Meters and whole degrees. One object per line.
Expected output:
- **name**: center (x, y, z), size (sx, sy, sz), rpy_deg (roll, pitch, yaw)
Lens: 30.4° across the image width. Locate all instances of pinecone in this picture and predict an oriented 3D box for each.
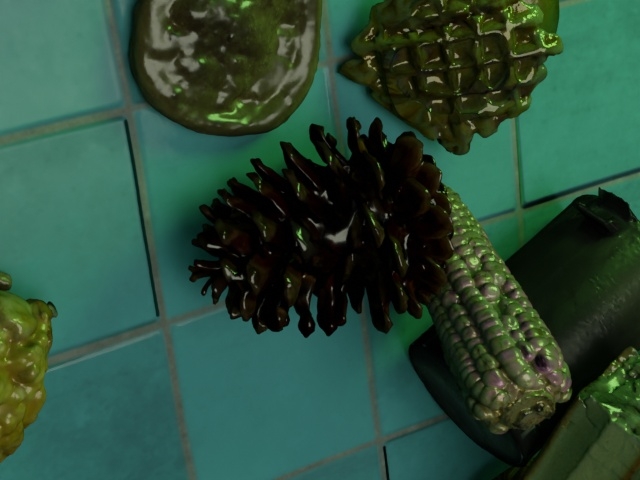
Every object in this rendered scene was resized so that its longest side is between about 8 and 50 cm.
- **pinecone**: center (0.000, -0.001, 1.265), size (0.292, 0.246, 0.246), rpy_deg (-19, 114, -12)

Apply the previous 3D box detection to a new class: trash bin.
- **trash bin**: center (0.286, 0.110, 1.481), size (0.301, 0.203, 0.252), rpy_deg (-41, 139, -14)

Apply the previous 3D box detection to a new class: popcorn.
- **popcorn**: center (-0.344, 0.138, 1.149), size (0.163, 0.140, 0.194), rpy_deg (19, 114, -42)

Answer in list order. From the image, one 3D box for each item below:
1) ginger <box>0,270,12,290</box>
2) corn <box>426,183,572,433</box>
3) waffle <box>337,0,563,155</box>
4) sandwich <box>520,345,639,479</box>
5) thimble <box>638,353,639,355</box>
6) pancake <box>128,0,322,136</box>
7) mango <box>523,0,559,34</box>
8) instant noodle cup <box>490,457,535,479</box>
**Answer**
- **ginger**: center (-0.359, 0.058, 1.193), size (0.097, 0.030, 0.048), rpy_deg (-6, 106, -27)
- **corn**: center (0.172, 0.065, 1.332), size (0.126, 0.335, 0.127), rpy_deg (-13, 140, -11)
- **waffle**: center (0.156, -0.211, 1.338), size (0.223, 0.054, 0.204), rpy_deg (33, 109, -21)
- **sandwich**: center (0.385, 0.230, 1.387), size (0.227, 0.155, 0.198), rpy_deg (-23, 147, -44)
- **thimble**: center (0.493, 0.255, 1.652), size (0.148, 0.196, 0.229), rpy_deg (-9, 139, -24)
- **pancake**: center (-0.086, -0.218, 1.254), size (0.241, 0.050, 0.242), rpy_deg (-9, 110, -27)
- **mango**: center (0.220, -0.293, 1.393), size (0.122, 0.085, 0.191), rpy_deg (-16, 104, -12)
- **instant noodle cup**: center (0.338, 0.455, 1.559), size (0.339, 0.266, 0.340), rpy_deg (-15, 121, -25)
